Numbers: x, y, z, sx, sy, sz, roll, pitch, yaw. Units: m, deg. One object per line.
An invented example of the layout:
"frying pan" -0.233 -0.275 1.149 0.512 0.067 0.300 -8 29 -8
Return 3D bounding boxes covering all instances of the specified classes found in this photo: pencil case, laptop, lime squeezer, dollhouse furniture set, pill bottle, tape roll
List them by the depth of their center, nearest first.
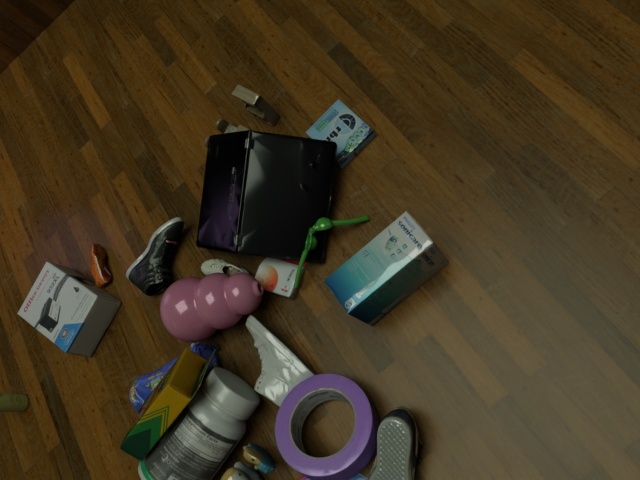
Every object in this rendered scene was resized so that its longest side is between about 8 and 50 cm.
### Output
"tape roll" 0.019 0.508 1.602 0.274 0.090 0.275 -10 54 14
"pill bottle" -0.347 0.568 1.722 0.204 0.204 0.361 36 89 29
"lime squeezer" 0.000 0.000 1.798 0.310 0.110 0.059 -44 35 -3
"pencil case" -0.457 0.434 1.860 0.306 0.119 0.133 -32 84 12
"laptop" -0.186 -0.141 1.905 0.408 0.236 0.382 6 89 50
"dollhouse furniture set" -0.271 -0.379 2.019 0.212 0.161 0.242 31 88 29

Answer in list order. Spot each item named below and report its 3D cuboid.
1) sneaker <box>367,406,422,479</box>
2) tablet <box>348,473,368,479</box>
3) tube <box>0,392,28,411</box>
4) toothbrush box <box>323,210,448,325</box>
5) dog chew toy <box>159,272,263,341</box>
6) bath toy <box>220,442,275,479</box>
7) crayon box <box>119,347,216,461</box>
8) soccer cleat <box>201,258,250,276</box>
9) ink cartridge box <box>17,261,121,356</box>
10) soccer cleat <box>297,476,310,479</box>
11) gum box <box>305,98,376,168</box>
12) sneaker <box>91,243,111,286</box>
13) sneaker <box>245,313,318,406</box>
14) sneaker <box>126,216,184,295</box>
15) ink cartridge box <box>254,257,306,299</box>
"sneaker" 0.195 0.587 1.530 0.126 0.127 0.321 14 105 19
"tablet" 0.091 0.658 1.608 0.083 0.006 0.054 22 83 27
"tube" -1.135 0.566 2.053 0.070 0.240 0.062 16 82 28
"toothbrush box" 0.188 0.085 1.633 0.295 0.216 0.126 -40 62 8
"dog chew toy" -0.330 0.192 1.832 0.331 0.206 0.207 -19 67 19
"bath toy" -0.254 0.748 1.649 0.129 0.151 0.348 31 89 44
"crayon box" -0.435 0.450 1.695 0.081 0.202 0.318 36 106 -10
"soccer cleat" -0.319 0.096 1.935 0.196 0.076 0.068 12 78 27
"ink cartridge box" -0.905 0.243 2.118 0.307 0.129 0.223 26 85 29
"soccer cleat" -0.045 0.697 1.617 0.248 0.083 0.095 -39 63 4
"gum box" 0.065 -0.349 1.929 0.157 0.041 0.184 -45 61 5
"sneaker" -0.823 0.089 2.172 0.067 0.064 0.175 -33 60 22
"sneaker" -0.163 0.366 1.760 0.169 0.108 0.292 -48 62 0
"sneaker" -0.537 0.067 2.032 0.147 0.104 0.296 44 100 27
"ink cartridge box" -0.120 0.082 1.870 0.145 0.045 0.179 15 83 27
